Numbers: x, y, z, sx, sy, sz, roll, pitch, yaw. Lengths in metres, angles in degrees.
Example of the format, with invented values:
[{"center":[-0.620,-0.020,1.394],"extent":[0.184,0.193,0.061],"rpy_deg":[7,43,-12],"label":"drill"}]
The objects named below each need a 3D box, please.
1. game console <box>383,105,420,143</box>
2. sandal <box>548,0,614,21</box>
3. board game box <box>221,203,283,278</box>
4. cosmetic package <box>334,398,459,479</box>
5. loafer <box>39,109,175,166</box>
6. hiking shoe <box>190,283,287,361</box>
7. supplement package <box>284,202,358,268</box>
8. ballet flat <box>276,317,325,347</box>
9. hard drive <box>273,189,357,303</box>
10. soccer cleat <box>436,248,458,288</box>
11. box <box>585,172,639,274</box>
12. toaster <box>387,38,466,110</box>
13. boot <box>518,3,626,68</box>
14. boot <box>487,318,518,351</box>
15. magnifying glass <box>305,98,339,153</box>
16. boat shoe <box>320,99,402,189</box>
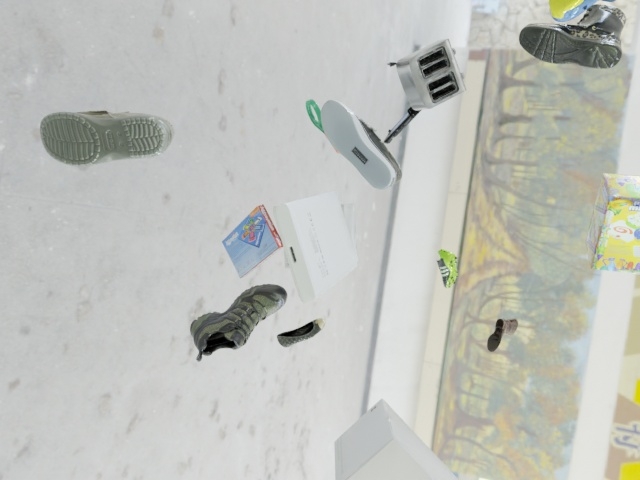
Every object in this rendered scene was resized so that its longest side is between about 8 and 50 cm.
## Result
[{"center":[0.350,-0.488,1.947],"extent":[0.213,0.044,0.361],"rpy_deg":[-47,-178,-42],"label":"game console"},{"center":[0.667,-0.606,1.184],"extent":[0.317,0.126,0.138],"rpy_deg":[-40,134,1],"label":"sandal"},{"center":[-0.221,0.009,1.636],"extent":[0.027,0.281,0.145],"rpy_deg":[-23,82,-40],"label":"board game box"},{"center":[0.202,0.519,1.014],"extent":[0.155,0.365,0.197],"rpy_deg":[-44,-179,4],"label":"cosmetic package"},{"center":[-0.367,-0.180,0.899],"extent":[0.087,0.251,0.094],"rpy_deg":[-54,147,-69],"label":"loafer"},{"center":[-0.164,0.180,1.091],"extent":[0.086,0.227,0.114],"rpy_deg":[61,-1,-38],"label":"hiking shoe"},{"center":[0.001,-0.016,1.619],"extent":[0.149,0.203,0.194],"rpy_deg":[-17,105,-73],"label":"supplement package"},{"center":[-0.062,0.301,1.695],"extent":[0.049,0.173,0.057],"rpy_deg":[60,5,-29],"label":"ballet flat"},{"center":[0.000,0.000,1.154],"extent":[0.307,0.040,0.203],"rpy_deg":[-27,102,-68],"label":"hard drive"},{"center":[0.457,0.101,1.860],"extent":[0.060,0.072,0.179],"rpy_deg":[-34,137,-22],"label":"soccer cleat"},{"center":[1.054,-0.048,1.669],"extent":[0.177,0.290,0.279],"rpy_deg":[-60,152,-53],"label":"box"},{"center":[0.326,-0.493,1.540],"extent":[0.168,0.185,0.110],"rpy_deg":[65,-6,-17],"label":"toaster"},{"center":[0.629,-0.518,1.274],"extent":[0.178,0.236,0.085],"rpy_deg":[-58,159,-30],"label":"boot"},{"center":[0.542,0.279,1.520],"extent":[0.114,0.037,0.106],"rpy_deg":[12,102,-49],"label":"boot"},{"center":[0.011,-0.389,1.751],"extent":[0.231,0.026,0.092],"rpy_deg":[60,-13,23],"label":"magnifying glass"},{"center":[0.125,-0.284,1.484],"extent":[0.105,0.306,0.113],"rpy_deg":[-29,164,-50],"label":"boat shoe"}]
